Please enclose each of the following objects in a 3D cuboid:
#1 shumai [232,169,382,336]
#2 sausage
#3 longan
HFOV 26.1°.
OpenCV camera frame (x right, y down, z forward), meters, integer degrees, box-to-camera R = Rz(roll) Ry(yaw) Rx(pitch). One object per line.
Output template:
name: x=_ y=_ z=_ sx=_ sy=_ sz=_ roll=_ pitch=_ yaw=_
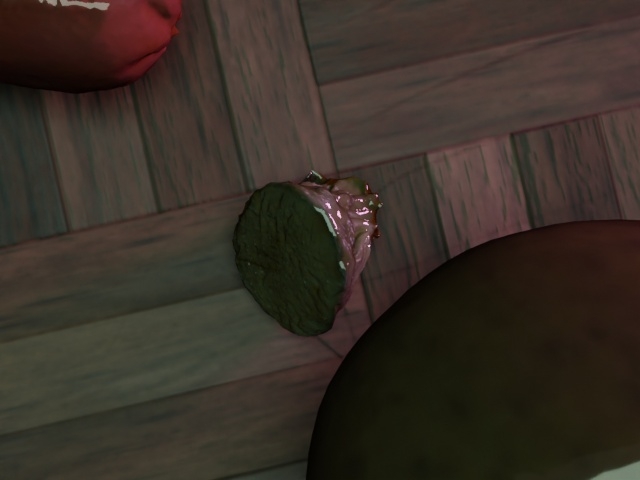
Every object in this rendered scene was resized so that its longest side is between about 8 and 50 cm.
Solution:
shumai: x=-0.001 y=-0.001 z=0.984 sx=0.099 sy=0.124 sz=0.087 roll=37 pitch=45 yaw=19
sausage: x=-0.229 y=-0.186 z=0.943 sx=0.279 sy=0.152 sz=0.152 roll=13 pitch=86 yaw=-2
longan: x=0.172 y=0.158 z=0.864 sx=0.360 sy=0.361 sz=0.361 roll=0 pitch=87 yaw=-2
